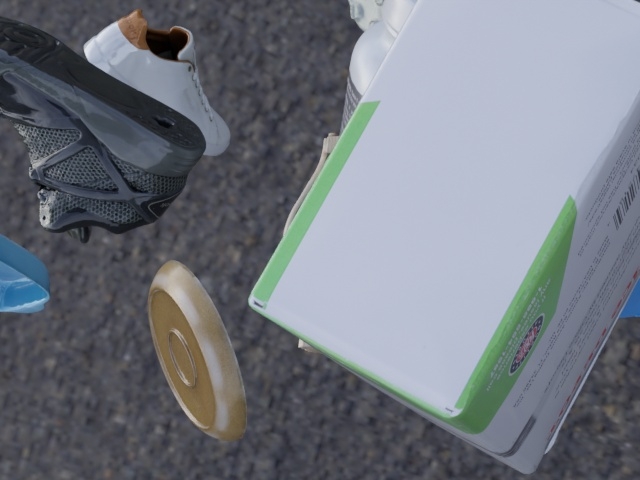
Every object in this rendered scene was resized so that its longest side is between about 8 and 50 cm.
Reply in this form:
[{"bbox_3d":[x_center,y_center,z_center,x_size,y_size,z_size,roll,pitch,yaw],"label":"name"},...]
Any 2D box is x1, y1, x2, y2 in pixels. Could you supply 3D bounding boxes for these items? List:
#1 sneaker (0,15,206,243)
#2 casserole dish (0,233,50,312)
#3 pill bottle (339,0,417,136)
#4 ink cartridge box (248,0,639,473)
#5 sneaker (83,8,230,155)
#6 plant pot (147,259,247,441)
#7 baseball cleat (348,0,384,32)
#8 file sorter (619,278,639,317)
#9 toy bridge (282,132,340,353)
[{"bbox_3d":[-0.210,-0.081,1.125,0.130,0.227,0.087,-59,-3,24],"label":"sneaker"},{"bbox_3d":[-0.338,0.014,1.403,0.114,0.188,0.037,-14,53,41],"label":"casserole dish"},{"bbox_3d":[0.108,-0.115,1.461,0.176,0.176,0.318,-124,32,-43],"label":"pill bottle"},{"bbox_3d":[0.092,-0.001,0.758,0.115,0.273,0.198,27,84,19],"label":"ink cartridge box"},{"bbox_3d":[-0.198,-0.223,2.106,0.123,0.290,0.106,-37,49,14],"label":"sneaker"},{"bbox_3d":[-0.158,0.141,1.805,0.236,0.032,0.236,47,148,41],"label":"plant pot"},{"bbox_3d":[0.066,-0.302,1.734,0.206,0.109,0.072,54,133,36],"label":"baseball cleat"},{"bbox_3d":[0.266,-0.007,1.248,0.170,0.118,0.104,131,130,-60],"label":"file sorter"},{"bbox_3d":[0.000,0.000,1.226,0.063,0.026,0.188,-2,74,30],"label":"toy bridge"}]
